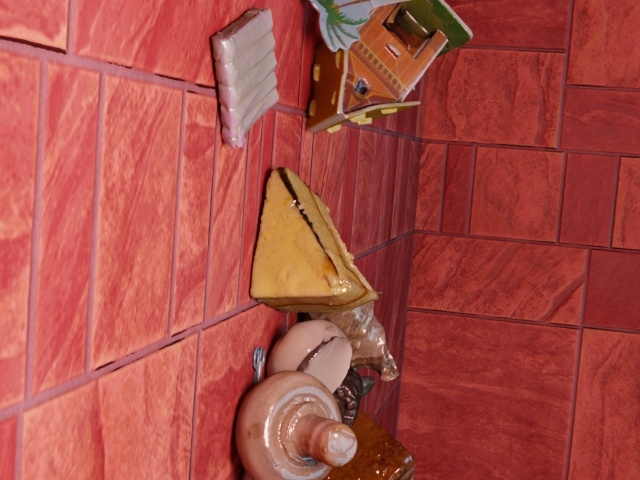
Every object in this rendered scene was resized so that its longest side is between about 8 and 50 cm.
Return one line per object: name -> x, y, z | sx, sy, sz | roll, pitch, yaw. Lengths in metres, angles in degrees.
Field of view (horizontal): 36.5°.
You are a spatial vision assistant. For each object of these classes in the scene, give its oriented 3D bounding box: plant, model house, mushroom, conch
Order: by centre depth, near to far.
mushroom -> -0.046, 0.319, 1.622 | 0.209, 0.206, 0.207 | 131, -31, -72
model house -> 0.041, -0.373, 1.893 | 0.324, 0.340, 0.300 | -53, -163, -21
conch -> 0.036, 0.175, 1.987 | 0.291, 0.158, 0.210 | 65, -26, 1
plant -> 0.025, 0.319, 2.063 | 0.274, 0.146, 0.149 | -28, 141, -76

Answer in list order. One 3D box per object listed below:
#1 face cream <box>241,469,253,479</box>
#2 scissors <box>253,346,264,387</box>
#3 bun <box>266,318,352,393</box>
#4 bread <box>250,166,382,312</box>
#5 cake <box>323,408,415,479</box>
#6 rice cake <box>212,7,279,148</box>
face cream -> -0.126, 0.463, 1.655 | 0.092, 0.058, 0.244 | 81, 24, -47
scissors -> -0.110, 0.248, 1.710 | 0.058, 0.014, 0.119 | 21, 72, -76
bun -> -0.031, 0.220, 1.801 | 0.172, 0.120, 0.173 | -31, 138, -33
bread -> 0.000, 0.000, 1.728 | 0.263, 0.198, 0.236 | 36, 54, -73
cake -> 0.083, 0.540, 2.172 | 0.196, 0.198, 0.293 | -44, 152, -25
rice cake -> -0.111, -0.248, 1.452 | 0.198, 0.037, 0.189 | -66, 157, -53
